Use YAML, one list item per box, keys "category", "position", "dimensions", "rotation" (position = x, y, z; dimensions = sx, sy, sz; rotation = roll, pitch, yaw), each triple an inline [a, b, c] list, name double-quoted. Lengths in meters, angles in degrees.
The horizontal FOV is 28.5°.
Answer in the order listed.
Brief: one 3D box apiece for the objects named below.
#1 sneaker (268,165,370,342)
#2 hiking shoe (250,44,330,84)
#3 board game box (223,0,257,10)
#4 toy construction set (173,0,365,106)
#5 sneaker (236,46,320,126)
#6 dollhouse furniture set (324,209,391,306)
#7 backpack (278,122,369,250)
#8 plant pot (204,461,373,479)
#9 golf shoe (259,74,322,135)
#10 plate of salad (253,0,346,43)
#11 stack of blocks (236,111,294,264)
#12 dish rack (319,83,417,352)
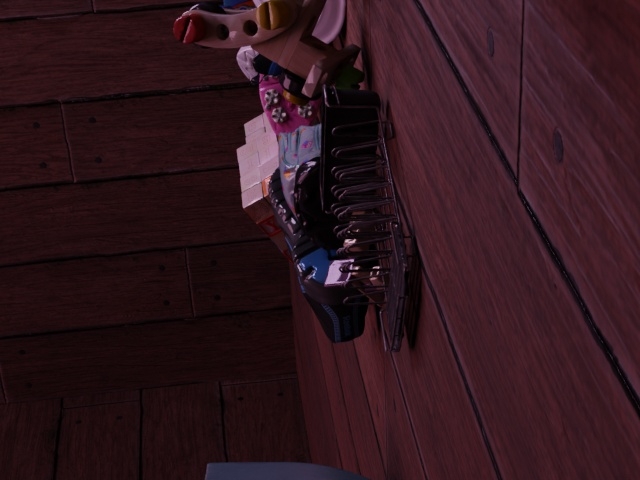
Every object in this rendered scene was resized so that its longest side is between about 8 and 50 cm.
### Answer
- category: "sneaker"
  position: [0.000, 0.000, 1.774]
  dimensions: [0.341, 0.125, 0.139]
  rotation: [-96, -4, -52]
- category: "hiking shoe"
  position: [-0.061, -0.402, 1.982]
  dimensions: [0.113, 0.132, 0.304]
  rotation: [102, 162, -76]
- category: "board game box"
  position: [-0.065, -0.394, 1.843]
  dimensions: [0.210, 0.160, 0.047]
  rotation: [88, -178, -46]
- category: "toy construction set"
  position: [-0.033, -0.293, 1.488]
  dimensions: [0.237, 0.257, 0.309]
  rotation: [39, -175, 11]
- category: "sneaker"
  position: [-0.042, -0.292, 2.263]
  dimensions: [0.235, 0.094, 0.153]
  rotation: [52, -129, -22]
- category: "dollhouse furniture set"
  position: [0.076, 0.021, 1.548]
  dimensions: [0.081, 0.091, 0.114]
  rotation: [37, -122, -37]
- category: "backpack"
  position: [0.004, -0.088, 1.653]
  dimensions: [0.182, 0.115, 0.152]
  rotation: [-97, 1, -57]
- category: "plant pot"
  position: [-0.017, 0.417, 1.671]
  dimensions: [0.248, 0.252, 0.247]
  rotation: [146, 117, -85]
- category: "golf shoe"
  position: [-0.040, -0.317, 2.122]
  dimensions: [0.140, 0.115, 0.306]
  rotation: [24, -114, -83]
- category: "plate of salad"
  position: [-0.034, -0.365, 1.753]
  dimensions: [0.200, 0.048, 0.200]
  rotation: [32, 141, 30]
- category: "stack of blocks"
  position: [-0.072, -0.121, 2.324]
  dimensions: [0.171, 0.087, 0.297]
  rotation: [50, -160, -37]
- category: "dish rack"
  position: [0.051, -0.016, 1.398]
  dimensions: [0.208, 0.074, 0.271]
  rotation: [89, 173, -57]
